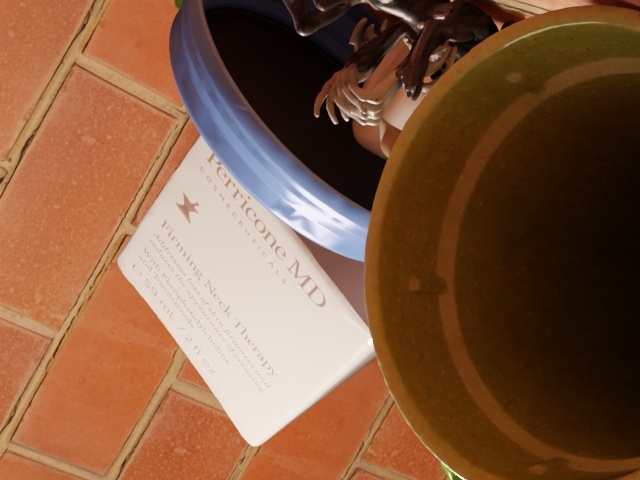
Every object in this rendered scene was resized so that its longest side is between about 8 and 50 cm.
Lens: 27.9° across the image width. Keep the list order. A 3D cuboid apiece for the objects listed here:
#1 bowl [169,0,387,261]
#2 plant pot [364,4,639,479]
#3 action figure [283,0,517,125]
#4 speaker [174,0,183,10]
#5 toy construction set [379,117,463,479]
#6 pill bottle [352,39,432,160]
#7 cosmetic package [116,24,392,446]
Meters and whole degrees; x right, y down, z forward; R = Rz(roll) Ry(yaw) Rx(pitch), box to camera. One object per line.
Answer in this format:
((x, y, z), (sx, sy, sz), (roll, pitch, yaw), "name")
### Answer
((0.007, -0.142, 1.369), (0.391, 0.077, 0.391), (32, -145, -25), "bowl")
((0.213, 0.019, 0.790), (0.254, 0.276, 0.276), (8, -160, -44), "plant pot")
((0.045, -0.151, 1.002), (0.276, 0.141, 0.164), (31, 174, -5), "action figure")
((-0.047, -0.290, 1.744), (0.296, 0.131, 0.131), (26, -173, -32), "speaker")
((0.134, 0.008, 1.124), (0.309, 0.257, 0.237), (57, 178, -34), "toy construction set")
((0.174, -0.100, 1.291), (0.264, 0.146, 0.146), (29, -175, -18), "pill bottle")
((0.000, 0.000, 1.667), (0.329, 0.327, 0.393), (52, 144, 7), "cosmetic package")
